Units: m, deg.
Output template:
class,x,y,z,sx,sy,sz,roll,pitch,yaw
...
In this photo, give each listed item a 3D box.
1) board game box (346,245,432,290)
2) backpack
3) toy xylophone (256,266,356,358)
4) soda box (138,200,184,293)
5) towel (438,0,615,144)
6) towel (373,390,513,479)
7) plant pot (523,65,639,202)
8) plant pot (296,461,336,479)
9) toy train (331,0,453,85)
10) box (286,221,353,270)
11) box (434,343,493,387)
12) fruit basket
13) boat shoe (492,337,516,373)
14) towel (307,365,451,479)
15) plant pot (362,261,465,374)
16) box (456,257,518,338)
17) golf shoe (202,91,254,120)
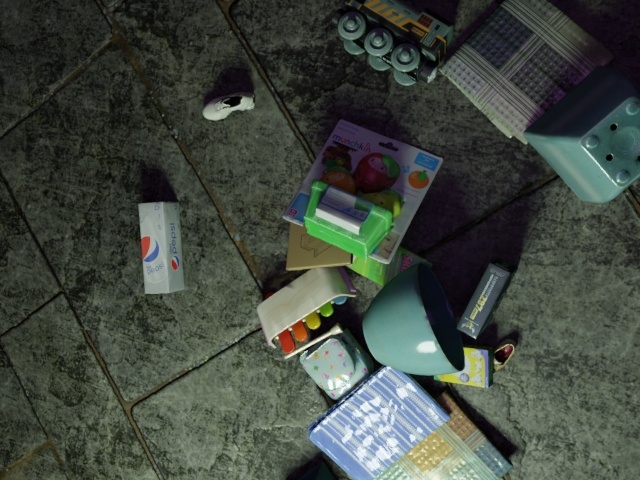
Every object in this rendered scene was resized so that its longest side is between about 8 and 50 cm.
class,x,y,z,sx,sy,sz,roll,pitch,yaw
board game box,0.179,0.060,1.683,0.259,0.039,0.124,28,101,17
backpack,0.053,0.355,1.686,0.166,0.144,0.188,-42,89,12
toy xylophone,-0.046,0.208,1.701,0.323,0.081,0.236,-27,60,18
soda box,-0.499,0.021,1.864,0.091,0.098,0.286,-3,93,18
towel,0.531,-0.454,1.542,0.312,0.056,0.324,-46,77,12
towel,0.310,0.639,1.660,0.370,0.040,0.271,-47,73,13
plant pot,0.668,-0.236,1.370,0.247,0.252,0.248,-43,95,15
plant pot,0.007,0.813,1.718,0.166,0.165,0.234,-41,89,15
toy train,0.195,-0.561,1.599,0.334,0.142,0.190,36,91,15
box,0.000,0.000,1.700,0.201,0.021,0.164,-7,65,24
box,0.376,0.334,1.613,0.179,0.043,0.105,0,93,37
fruit basket,0.115,-0.148,1.608,0.327,0.165,0.353,25,77,16
boat shoe,0.474,0.321,1.597,0.050,0.045,0.135,38,103,12
towel,0.156,0.512,1.640,0.243,0.040,0.336,45,104,-7
plant pot,0.225,0.224,1.535,0.195,0.290,0.290,-23,86,21
box,0.428,0.142,1.504,0.059,0.233,0.183,29,101,20
golf shoe,-0.288,-0.411,1.780,0.176,0.086,0.069,-14,90,19
